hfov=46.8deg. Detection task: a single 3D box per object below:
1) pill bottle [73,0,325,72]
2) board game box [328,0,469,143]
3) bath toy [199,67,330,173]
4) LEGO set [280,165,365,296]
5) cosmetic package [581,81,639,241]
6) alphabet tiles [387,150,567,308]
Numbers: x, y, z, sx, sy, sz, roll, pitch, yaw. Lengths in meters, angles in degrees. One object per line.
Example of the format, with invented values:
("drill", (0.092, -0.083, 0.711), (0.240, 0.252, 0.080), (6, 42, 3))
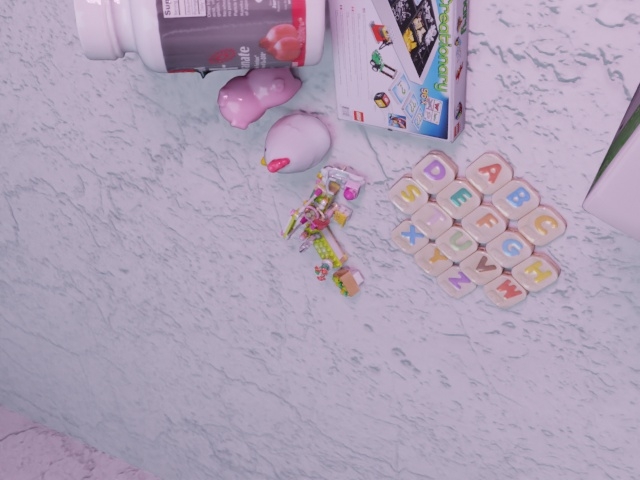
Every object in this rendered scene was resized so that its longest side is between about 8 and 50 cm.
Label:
("pill bottle", (-0.160, -0.319, 1.002), (0.319, 0.176, 0.176), (-4, 131, -5))
("board game box", (0.106, -0.293, 1.024), (0.193, 0.053, 0.305), (17, 133, 26))
("bath toy", (-0.118, -0.247, 1.178), (0.152, 0.129, 0.348), (-14, 116, 43))
("LEGO set", (0.000, 0.000, 1.317), (0.132, 0.107, 0.286), (20, 135, 22))
("cosmetic package", (0.400, -0.149, 0.692), (0.155, 0.365, 0.196), (31, 135, 9))
("alphabet tiles", (0.242, -0.012, 1.191), (0.284, 0.021, 0.278), (44, 138, -3))
